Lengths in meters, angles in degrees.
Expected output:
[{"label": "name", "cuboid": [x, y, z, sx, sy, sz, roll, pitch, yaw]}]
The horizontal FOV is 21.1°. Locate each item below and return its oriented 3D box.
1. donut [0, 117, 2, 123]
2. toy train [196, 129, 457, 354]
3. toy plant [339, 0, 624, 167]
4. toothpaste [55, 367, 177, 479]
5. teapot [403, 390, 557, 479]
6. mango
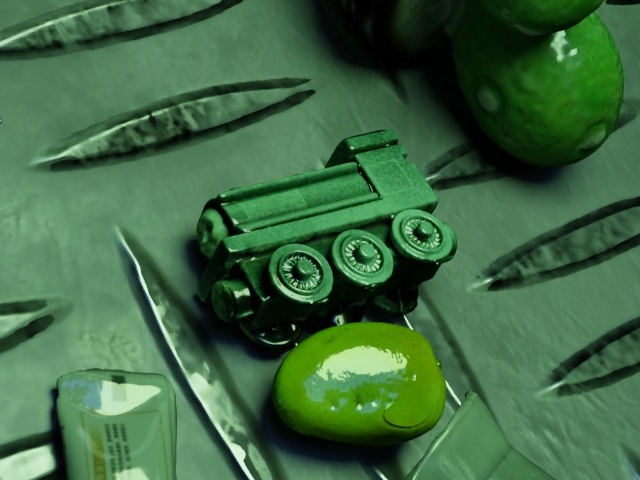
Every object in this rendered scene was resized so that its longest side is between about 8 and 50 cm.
[{"label": "donut", "cuboid": [-0.255, -0.066, 0.922, 0.175, 0.068, 0.174, 15, 53, -21]}, {"label": "toy train", "cuboid": [0.000, 0.000, 1.024, 0.170, 0.071, 0.111, -15, 59, -34]}, {"label": "toy plant", "cuboid": [0.108, -0.171, 1.119, 0.175, 0.218, 0.235, -35, 66, -15]}, {"label": "toothpaste", "cuboid": [-0.094, 0.178, 0.874, 0.067, 0.037, 0.255, 4, 56, -21]}, {"label": "teapot", "cuboid": [0.132, 0.195, 0.922, 0.225, 0.171, 0.203, 39, 18, 7]}, {"label": "mango", "cuboid": [0.021, 0.083, 0.985, 0.108, 0.056, 0.073, -7, 77, -30]}]
